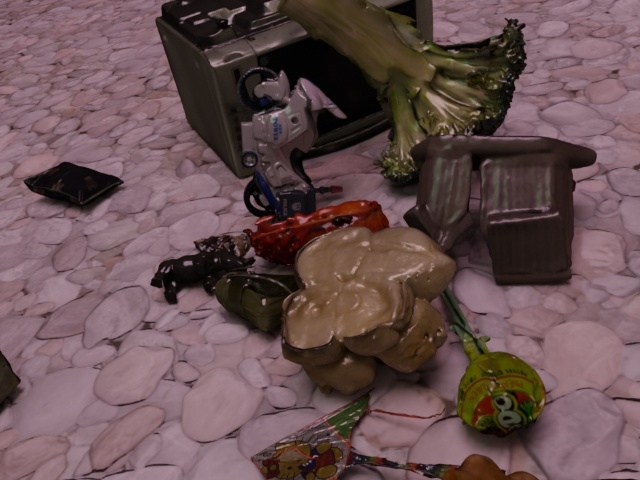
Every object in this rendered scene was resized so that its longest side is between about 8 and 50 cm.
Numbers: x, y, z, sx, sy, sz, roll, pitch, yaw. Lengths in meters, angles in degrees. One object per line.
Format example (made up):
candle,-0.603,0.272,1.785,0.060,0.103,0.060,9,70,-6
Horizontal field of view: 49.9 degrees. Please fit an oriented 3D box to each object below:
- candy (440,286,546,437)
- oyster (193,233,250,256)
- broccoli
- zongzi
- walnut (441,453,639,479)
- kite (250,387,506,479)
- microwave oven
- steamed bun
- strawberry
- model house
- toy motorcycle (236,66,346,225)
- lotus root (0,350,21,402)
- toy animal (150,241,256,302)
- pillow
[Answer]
candy,0.155,0.101,0.713,0.077,0.073,0.262,3,26,-9
oyster,-0.140,0.005,0.963,0.083,0.019,0.054,3,38,21
broccoli,0.095,-0.240,0.991,0.361,0.252,0.221,22,45,6
zongzi,-0.059,0.057,0.843,0.109,0.055,0.119,21,35,40
walnut,0.126,0.242,0.381,0.243,0.222,0.269,35,31,11
kite,0.044,0.199,0.621,0.244,0.006,0.198,-5,26,25
microwave oven,-0.041,-0.328,1.200,0.394,0.247,0.333,-25,38,-16
steamed bun,0.057,0.073,0.738,0.192,0.106,0.178,-15,38,12
strawberry,0.000,0.000,0.888,0.188,0.082,0.121,-10,14,20
model house,0.214,-0.042,0.823,0.229,0.122,0.188,3,74,11
toy motorcycle,-0.038,-0.129,0.958,0.150,0.221,0.102,-3,17,-8
lotus root,-0.533,0.173,0.749,0.266,0.150,0.260,7,39,31
toy animal,-0.150,0.036,0.900,0.135,0.047,0.065,-15,27,6
pillow,-0.419,-0.095,1.166,0.150,0.048,0.090,15,52,27
